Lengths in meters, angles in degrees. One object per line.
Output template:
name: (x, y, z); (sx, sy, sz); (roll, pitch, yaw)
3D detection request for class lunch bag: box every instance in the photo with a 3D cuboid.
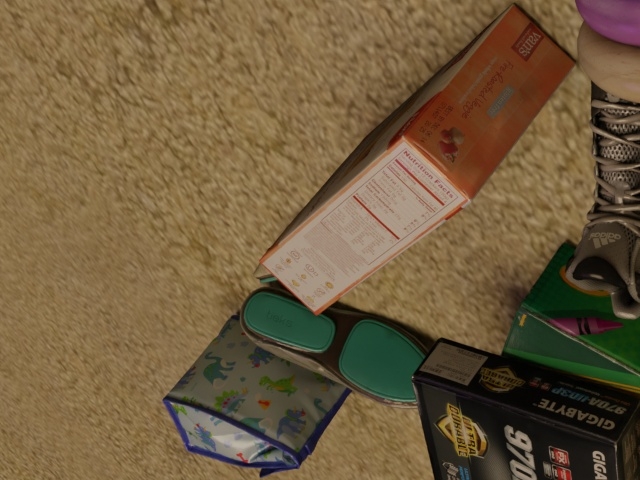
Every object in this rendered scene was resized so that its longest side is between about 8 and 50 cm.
lunch bag: (-0.050, 0.152, 1.472); (0.151, 0.129, 0.096); (9, 137, 35)

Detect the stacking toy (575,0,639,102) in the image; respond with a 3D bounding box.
stacking toy: (0.177, -0.243, 0.813); (0.141, 0.141, 0.330); (8, 129, 38)

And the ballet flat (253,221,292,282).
ballet flat: (0.000, 0.000, 1.332); (0.168, 0.057, 0.052); (-13, 93, 46)

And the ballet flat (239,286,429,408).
ballet flat: (0.024, 0.099, 1.413); (0.213, 0.072, 0.068); (22, 170, 25)

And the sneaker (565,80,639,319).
sneaker: (0.206, -0.037, 1.007); (0.086, 0.132, 0.228); (12, 138, 34)

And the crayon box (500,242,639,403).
crayon box: (0.223, 0.145, 1.248); (0.165, 0.081, 0.278); (29, 145, 15)

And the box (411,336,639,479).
box: (0.173, 0.188, 1.224); (0.175, 0.051, 0.220); (17, 140, 30)

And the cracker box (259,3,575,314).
cracker box: (0.064, -0.053, 1.102); (0.067, 0.156, 0.232); (44, 145, -5)
